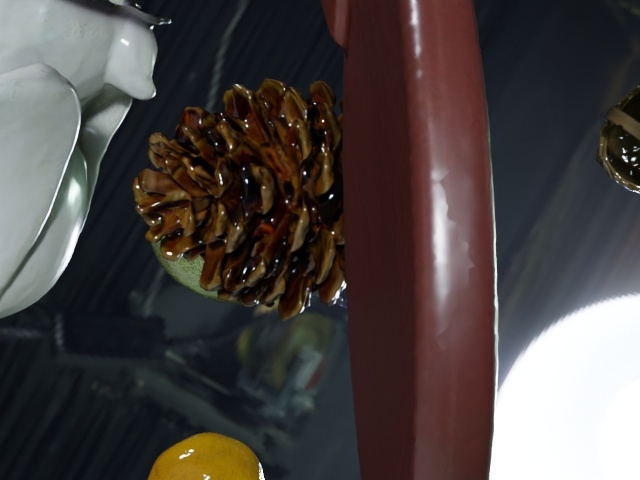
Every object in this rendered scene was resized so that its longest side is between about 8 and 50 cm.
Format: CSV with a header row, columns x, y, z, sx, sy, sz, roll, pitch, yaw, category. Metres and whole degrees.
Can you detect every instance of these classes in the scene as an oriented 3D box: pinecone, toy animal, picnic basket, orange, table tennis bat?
x,y,z,sx,sy,sz,roll,pitch,yaw,category
-0.038,-0.029,0.899,0.174,0.173,0.173,30,-5,3,pinecone
-0.225,-0.086,1.028,0.174,0.289,0.249,24,32,6,toy animal
0.398,-0.123,1.655,0.128,0.137,0.178,31,9,11,picnic basket
-0.148,0.324,1.799,0.159,0.159,0.136,31,10,-15,orange
0.027,-0.050,0.599,0.051,0.414,0.268,-1,-38,-4,table tennis bat

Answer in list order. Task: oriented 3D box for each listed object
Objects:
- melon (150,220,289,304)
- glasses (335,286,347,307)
x,y,z,sx,sy,sz,roll,pitch,yaw,category
-0.105,-0.004,1.499,0.192,0.139,0.139,24,-4,-7,melon
0.000,0.000,1.594,0.140,0.103,0.062,33,4,-2,glasses
